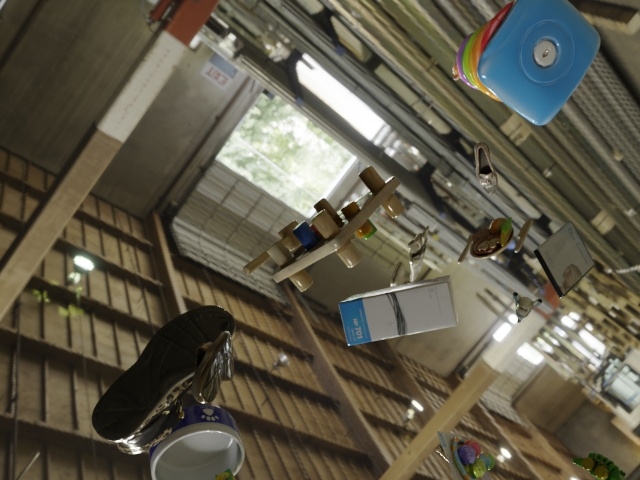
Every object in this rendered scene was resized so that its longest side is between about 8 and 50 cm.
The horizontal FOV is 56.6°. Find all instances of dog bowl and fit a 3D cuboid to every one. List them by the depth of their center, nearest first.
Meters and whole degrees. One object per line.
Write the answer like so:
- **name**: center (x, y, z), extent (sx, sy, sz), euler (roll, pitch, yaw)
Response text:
- **dog bowl**: center (-0.360, 0.609, 1.724), extent (0.264, 0.265, 0.104), euler (33, -167, -34)

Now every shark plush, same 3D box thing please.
- **shark plush**: center (0.527, 0.186, 1.578), extent (0.073, 0.067, 0.161), euler (18, 168, 7)

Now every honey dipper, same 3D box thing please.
- **honey dipper**: center (0.429, 0.723, 1.917), extent (0.030, 0.030, 0.160), euler (30, -171, -43)

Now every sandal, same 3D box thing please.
- **sandal**: center (-0.190, 0.215, 1.016), extent (0.060, 0.090, 0.219), euler (-1, -169, 6)

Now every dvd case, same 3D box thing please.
- **dvd case**: center (0.830, 0.060, 2.013), extent (0.253, 0.022, 0.180), euler (-30, -90, -37)

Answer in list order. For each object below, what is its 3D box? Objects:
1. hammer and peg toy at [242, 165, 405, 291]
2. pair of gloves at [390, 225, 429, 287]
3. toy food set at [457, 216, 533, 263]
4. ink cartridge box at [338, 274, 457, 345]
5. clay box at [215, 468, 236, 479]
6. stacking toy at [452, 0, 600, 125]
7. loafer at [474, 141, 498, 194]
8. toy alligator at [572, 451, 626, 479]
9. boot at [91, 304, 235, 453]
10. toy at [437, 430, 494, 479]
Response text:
- **hammer and peg toy**: center (0.000, 0.000, 1.319), extent (0.127, 0.361, 0.266), euler (50, -130, -7)
- **pair of gloves**: center (0.253, 0.095, 1.683), extent (0.042, 0.240, 0.204), euler (18, 142, 21)
- **toy food set**: center (0.430, -0.007, 1.506), extent (0.192, 0.132, 0.038), euler (-18, 120, 49)
- **ink cartridge box**: center (0.142, 0.121, 1.053), extent (0.139, 0.190, 0.082), euler (-2, -100, -76)
- **clay box**: center (-0.229, 0.713, 1.622), extent (0.128, 0.053, 0.222), euler (62, 166, -6)
- **stacking toy**: center (0.302, -0.313, 1.022), extent (0.165, 0.175, 0.302), euler (32, -175, -18)
- **loafer**: center (0.379, -0.163, 1.370), extent (0.039, 0.045, 0.125), euler (-42, -62, -65)
- **toy alligator**: center (0.643, 0.515, 1.311), extent (0.056, 0.051, 0.189), euler (38, 173, -25)
- **boot**: center (-0.357, 0.338, 1.403), extent (0.138, 0.377, 0.284), euler (35, 149, 10)
- **toy**: center (0.383, 0.545, 1.490), extent (0.237, 0.056, 0.137), euler (32, -147, -50)
